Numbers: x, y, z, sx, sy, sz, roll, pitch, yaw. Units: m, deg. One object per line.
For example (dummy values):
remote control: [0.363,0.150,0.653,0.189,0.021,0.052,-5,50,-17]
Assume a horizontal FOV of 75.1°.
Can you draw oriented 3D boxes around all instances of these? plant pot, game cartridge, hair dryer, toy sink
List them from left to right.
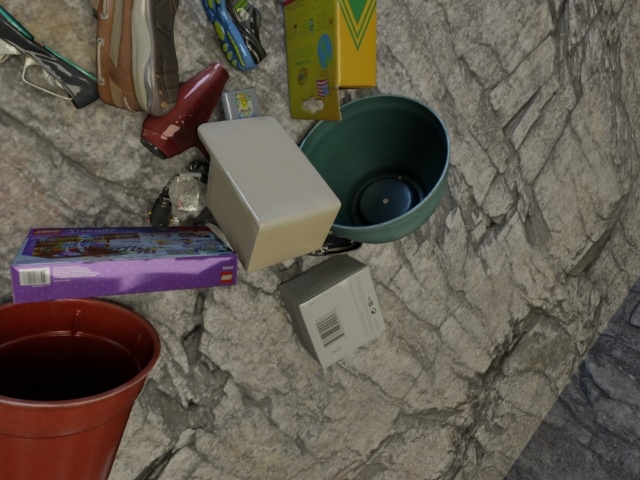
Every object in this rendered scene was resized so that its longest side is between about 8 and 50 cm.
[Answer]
plant pot: [-0.422,0.269,0.661,0.272,0.272,0.265,9,109,-31]
hair dryer: [-0.211,-0.168,0.755,0.223,0.080,0.294,-11,115,-45]
game cartridge: [-0.140,-0.241,0.745,0.083,0.017,0.056,-38,132,-49]
toy sink: [-0.103,-0.084,0.717,0.152,0.234,0.131,-19,150,-33]
plant pot: [0.118,-0.113,0.839,0.293,0.293,0.196,-51,148,-6]

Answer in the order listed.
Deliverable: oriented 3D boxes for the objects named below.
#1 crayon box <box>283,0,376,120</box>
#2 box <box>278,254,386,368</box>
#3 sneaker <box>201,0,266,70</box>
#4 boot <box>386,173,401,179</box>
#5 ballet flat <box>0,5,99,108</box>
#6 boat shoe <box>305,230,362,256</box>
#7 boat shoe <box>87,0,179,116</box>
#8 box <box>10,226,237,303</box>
crayon box: [0.010,-0.375,0.723,0.081,0.202,0.319,-11,111,-26]
box: [0.029,0.153,0.941,0.182,0.119,0.181,-28,117,-20]
sneaker: [-0.148,-0.394,0.717,0.078,0.067,0.188,-40,121,-37]
boot: [0.193,-0.175,0.983,0.087,0.042,0.118,2,105,-36]
ballet flat: [-0.420,-0.266,0.596,0.203,0.074,0.074,39,85,-34]
boat shoe: [0.000,0.000,0.910,0.206,0.065,0.075,-2,106,-28]
boat shoe: [-0.283,-0.352,0.614,0.116,0.123,0.324,2,90,4]
box: [-0.304,0.027,0.671,0.293,0.201,0.057,-2,106,-28]
